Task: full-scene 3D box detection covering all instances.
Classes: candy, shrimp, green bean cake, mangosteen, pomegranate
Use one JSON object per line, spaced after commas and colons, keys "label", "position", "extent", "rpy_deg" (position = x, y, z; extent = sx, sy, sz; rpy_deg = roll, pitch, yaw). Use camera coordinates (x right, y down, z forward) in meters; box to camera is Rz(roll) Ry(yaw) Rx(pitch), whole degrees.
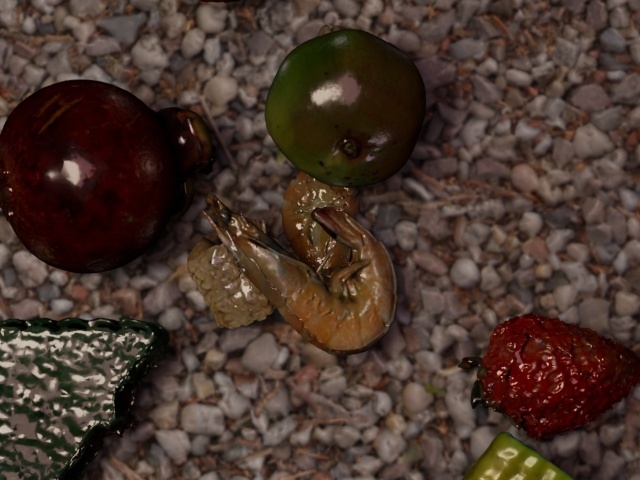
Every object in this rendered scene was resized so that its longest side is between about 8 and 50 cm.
{"label": "candy", "position": [-0.094, 0.040, 1.319], "extent": [0.095, 0.085, 0.110], "rpy_deg": [-21, 94, 9]}
{"label": "shrimp", "position": [0.000, 0.000, 1.336], "extent": [0.091, 0.043, 0.184], "rpy_deg": [-3, 77, 10]}
{"label": "green bean cake", "position": [-0.270, 0.188, 1.296], "extent": [0.193, 0.107, 0.208], "rpy_deg": [2, 85, 1]}
{"label": "shrimp", "position": [-0.018, 0.018, 1.280], "extent": [0.251, 0.052, 0.143], "rpy_deg": [42, 68, -13]}
{"label": "mangosteen", "position": [-0.227, -0.078, 1.285], "extent": [0.257, 0.215, 0.215], "rpy_deg": [-16, 82, -27]}
{"label": "pomegranate", "position": [0.025, -0.162, 1.298], "extent": [0.180, 0.180, 0.210], "rpy_deg": [-14, 45, 2]}

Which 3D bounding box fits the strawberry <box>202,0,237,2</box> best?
{"label": "strawberry", "position": [-0.180, -0.413, 1.285], "extent": [0.312, 0.267, 0.351], "rpy_deg": [-41, 100, -31]}

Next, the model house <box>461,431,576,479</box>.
{"label": "model house", "position": [0.217, 0.361, 1.200], "extent": [0.303, 0.215, 0.237], "rpy_deg": [38, 88, 10]}

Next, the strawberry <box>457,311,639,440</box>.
{"label": "strawberry", "position": [0.255, 0.149, 1.281], "extent": [0.192, 0.085, 0.140], "rpy_deg": [26, 84, 4]}
